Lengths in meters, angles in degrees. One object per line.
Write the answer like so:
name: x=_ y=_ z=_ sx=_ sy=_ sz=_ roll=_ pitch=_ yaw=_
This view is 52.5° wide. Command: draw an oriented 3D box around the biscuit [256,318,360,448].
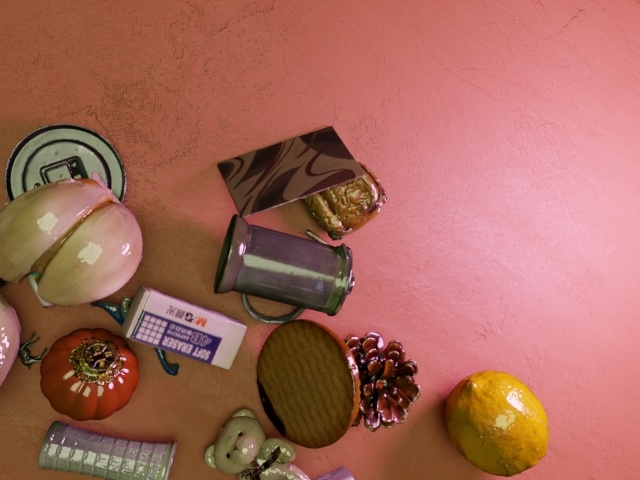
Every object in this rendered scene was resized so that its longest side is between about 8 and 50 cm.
biscuit: x=-0.034 y=0.350 z=1.595 sx=0.040 sy=0.318 sz=0.318 roll=-3 pitch=90 yaw=-53

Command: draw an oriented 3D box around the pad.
pad: x=-0.079 y=-0.181 z=1.642 sx=0.330 sy=0.004 sz=0.220 roll=-20 pitch=51 yaw=-12

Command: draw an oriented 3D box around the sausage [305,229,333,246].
sausage: x=0.000 y=0.000 z=1.726 sx=0.100 sy=0.015 sz=0.015 roll=34 pitch=83 yaw=-10

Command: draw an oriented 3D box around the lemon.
lemon: x=0.465 y=0.482 z=1.704 sx=0.253 sy=0.253 sz=0.310 roll=-42 pitch=104 yaw=-9

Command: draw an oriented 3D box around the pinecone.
pinecone: x=0.134 y=0.362 z=1.635 sx=0.264 sy=0.264 sz=0.264 roll=0 pitch=89 yaw=-12

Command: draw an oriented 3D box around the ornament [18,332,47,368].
ornament: x=-0.725 y=0.282 z=1.563 sx=0.125 sy=0.028 sz=0.073 roll=-30 pitch=95 yaw=-13

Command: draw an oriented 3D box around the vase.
vase: x=-0.507 y=0.519 z=1.553 sx=0.299 sy=0.143 sz=0.143 roll=16 pitch=86 yaw=-9

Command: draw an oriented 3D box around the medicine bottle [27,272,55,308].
medicine bottle: x=-0.588 y=0.063 z=1.567 sx=0.219 sy=0.078 sz=0.115 roll=-29 pitch=82 yaw=-10

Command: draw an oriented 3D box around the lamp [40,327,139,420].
lamp: x=-0.538 y=0.312 z=1.517 sx=0.223 sy=0.196 sz=0.223 roll=18 pitch=48 yaw=-21

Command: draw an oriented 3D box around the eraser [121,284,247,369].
eraser: x=-0.329 y=0.214 z=1.583 sx=0.279 sy=0.081 sz=0.124 roll=24 pitch=86 yaw=-28

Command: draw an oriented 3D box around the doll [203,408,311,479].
doll: x=-0.144 y=0.562 z=1.606 sx=0.278 sy=0.149 sz=0.175 roll=40 pitch=73 yaw=1

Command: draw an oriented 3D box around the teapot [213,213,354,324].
teapot: x=-0.089 y=0.097 z=1.630 sx=0.337 sy=0.200 sz=0.270 roll=14 pitch=113 yaw=-13

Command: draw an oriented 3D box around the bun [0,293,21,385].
bun: x=-0.847 y=0.247 z=1.412 sx=0.326 sy=0.234 sz=0.362 roll=38 pitch=57 yaw=-15

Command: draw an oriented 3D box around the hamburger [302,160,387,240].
hamburger: x=0.066 y=-0.115 z=1.687 sx=0.206 sy=0.130 sz=0.183 roll=-34 pitch=94 yaw=-8

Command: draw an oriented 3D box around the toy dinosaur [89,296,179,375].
toy dinosaur: x=-0.453 y=0.231 z=1.590 sx=0.247 sy=0.075 sz=0.188 roll=11 pitch=83 yaw=-34

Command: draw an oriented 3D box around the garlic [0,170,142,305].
garlic: x=-0.567 y=0.001 z=1.455 sx=0.313 sy=0.249 sz=0.286 roll=-41 pitch=114 yaw=-22

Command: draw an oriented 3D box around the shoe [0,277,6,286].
shoe: x=-0.815 y=0.031 z=1.533 sx=0.077 sy=0.074 sz=0.194 roll=-27 pitch=97 yaw=11

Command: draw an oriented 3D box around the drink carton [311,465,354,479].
drink carton: x=0.050 y=0.726 z=1.685 sx=0.134 sy=0.102 sz=0.222 roll=-20 pitch=93 yaw=-13

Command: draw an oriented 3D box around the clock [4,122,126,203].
clock: x=-0.614 y=-0.142 z=1.578 sx=0.280 sy=0.055 sz=0.281 roll=0 pitch=90 yaw=-12
